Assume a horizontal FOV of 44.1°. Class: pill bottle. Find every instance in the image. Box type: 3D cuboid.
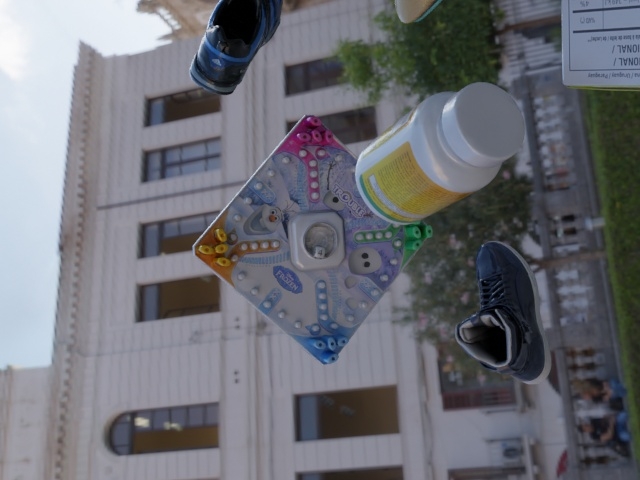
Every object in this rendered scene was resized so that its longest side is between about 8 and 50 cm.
[{"bbox_3d":[0.134,-0.099,0.904,0.208,0.118,0.117,147,121,-62],"label":"pill bottle"}]

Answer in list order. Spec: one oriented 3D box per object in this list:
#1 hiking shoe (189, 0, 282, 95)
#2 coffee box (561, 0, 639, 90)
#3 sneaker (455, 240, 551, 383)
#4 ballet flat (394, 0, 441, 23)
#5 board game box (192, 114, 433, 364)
[{"bbox_3d":[-0.115,-0.379,1.308,0.132,0.113,0.304,-46,24,56],"label":"hiking shoe"},{"bbox_3d":[0.473,-0.333,0.782,0.338,0.338,0.334,-19,-70,-38],"label":"coffee box"},{"bbox_3d":[0.250,0.088,1.134,0.163,0.086,0.226,19,-131,-48],"label":"sneaker"},{"bbox_3d":[0.120,-0.305,0.720,0.073,0.232,0.080,17,-139,-29],"label":"ballet flat"},{"bbox_3d":[0.000,0.000,1.657,0.390,0.390,0.050,42,167,-16],"label":"board game box"}]
